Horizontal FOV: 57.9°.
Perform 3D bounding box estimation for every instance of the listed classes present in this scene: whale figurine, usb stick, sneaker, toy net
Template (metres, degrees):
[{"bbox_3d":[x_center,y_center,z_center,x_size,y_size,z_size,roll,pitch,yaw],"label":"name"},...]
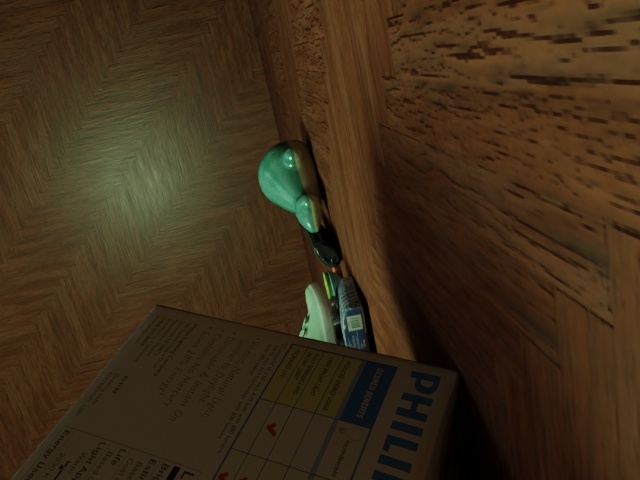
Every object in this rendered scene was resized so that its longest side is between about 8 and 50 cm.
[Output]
[{"bbox_3d":[-0.072,-0.127,1.410,0.272,0.141,0.216,-109,7,-48],"label":"whale figurine"},{"bbox_3d":[0.000,0.000,1.409,0.077,0.045,0.278,41,-174,-15],"label":"usb stick"},{"bbox_3d":[-0.045,0.204,1.158,0.094,0.151,0.256,77,-177,-57],"label":"sneaker"},{"bbox_3d":[0.037,0.142,1.488,0.232,0.045,0.122,80,174,-46],"label":"toy net"}]

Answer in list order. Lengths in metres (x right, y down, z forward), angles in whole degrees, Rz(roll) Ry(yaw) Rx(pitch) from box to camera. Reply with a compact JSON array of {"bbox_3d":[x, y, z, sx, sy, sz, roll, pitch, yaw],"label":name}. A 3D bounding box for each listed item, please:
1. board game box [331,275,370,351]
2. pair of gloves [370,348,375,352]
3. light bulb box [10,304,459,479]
[{"bbox_3d":[0.058,0.182,1.178,0.194,0.060,0.194,-105,4,-71],"label":"board game box"},{"bbox_3d":[0.111,0.254,1.121,0.074,0.010,0.083,-135,31,-82],"label":"pair of gloves"},{"bbox_3d":[-0.083,0.286,0.553,0.358,0.361,0.225,-58,-33,-43],"label":"light bulb box"}]
